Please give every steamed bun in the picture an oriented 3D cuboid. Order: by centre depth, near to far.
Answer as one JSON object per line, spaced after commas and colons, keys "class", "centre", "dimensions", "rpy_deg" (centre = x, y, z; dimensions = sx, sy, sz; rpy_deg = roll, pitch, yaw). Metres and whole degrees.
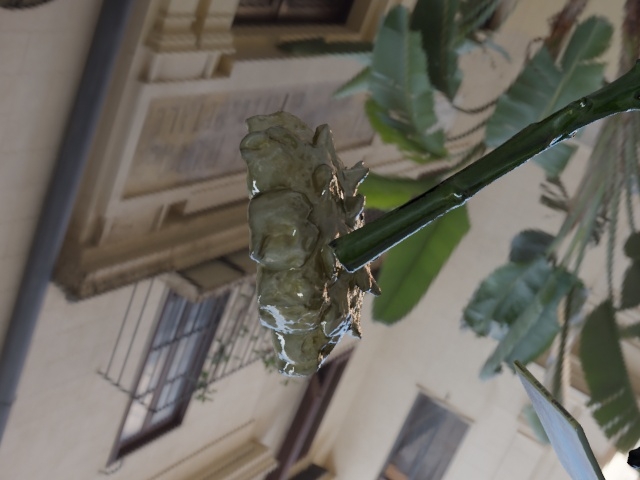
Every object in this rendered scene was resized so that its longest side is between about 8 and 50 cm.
{"class": "steamed bun", "centre": [0.000, 0.000, 1.154], "dimensions": [0.137, 0.295, 0.292], "rpy_deg": [-9, 163, 5]}

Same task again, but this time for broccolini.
{"class": "broccolini", "centre": [0.100, -0.044, 0.430], "dimensions": [0.042, 0.218, 0.044], "rpy_deg": [64, -171, 32]}

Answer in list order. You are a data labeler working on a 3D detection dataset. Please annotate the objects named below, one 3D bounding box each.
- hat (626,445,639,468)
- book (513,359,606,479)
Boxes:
{"class": "hat", "centre": [0.379, 0.258, 0.917], "dimensions": [0.209, 0.336, 0.238], "rpy_deg": [22, -121, 1]}
{"class": "book", "centre": [0.284, 0.235, 1.158], "dimensions": [0.168, 0.013, 0.192], "rpy_deg": [62, 179, -16]}
